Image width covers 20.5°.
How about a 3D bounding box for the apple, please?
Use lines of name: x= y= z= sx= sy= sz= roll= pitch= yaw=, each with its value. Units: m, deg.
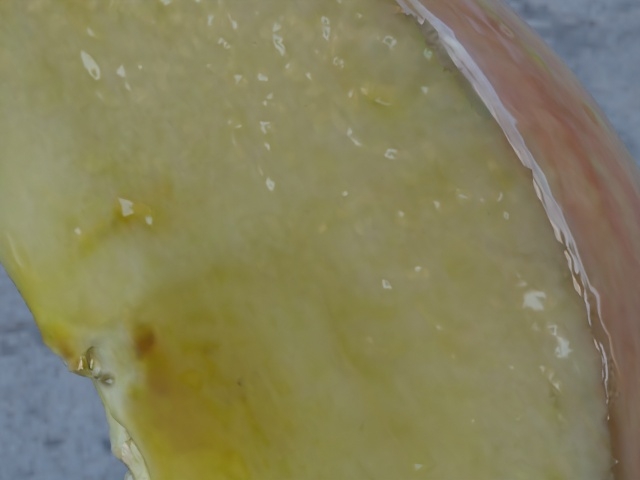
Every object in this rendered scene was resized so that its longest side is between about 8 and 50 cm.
apple: x=0.000 y=0.000 z=0.724 sx=0.252 sy=0.314 sz=0.309 roll=-22 pitch=82 yaw=-7
